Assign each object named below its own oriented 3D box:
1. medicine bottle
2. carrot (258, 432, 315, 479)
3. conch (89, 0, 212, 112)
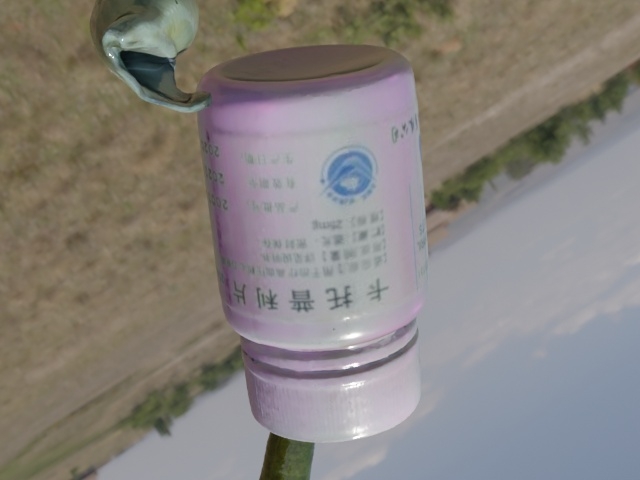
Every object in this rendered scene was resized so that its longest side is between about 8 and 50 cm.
[{"bbox_3d":[0.000,0.000,0.815,0.152,0.254,0.152,-6,-161,2],"label":"medicine bottle"},{"bbox_3d":[-0.049,0.304,1.466,0.074,0.358,0.074,11,180,0],"label":"carrot"},{"bbox_3d":[-0.104,-0.118,0.698,0.065,0.088,0.180,-9,-160,3],"label":"conch"}]
